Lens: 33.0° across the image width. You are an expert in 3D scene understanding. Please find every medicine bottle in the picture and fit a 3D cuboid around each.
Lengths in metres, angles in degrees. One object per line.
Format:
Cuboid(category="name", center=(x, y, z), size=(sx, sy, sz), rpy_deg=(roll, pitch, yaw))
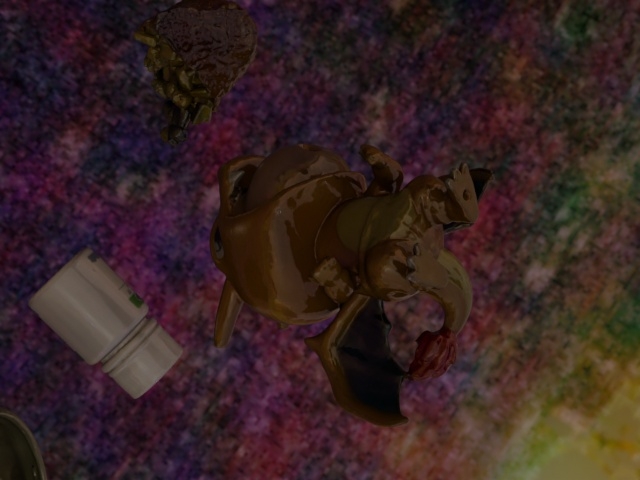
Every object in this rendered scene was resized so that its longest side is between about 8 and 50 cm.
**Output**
Cuboid(category="medicine bottle", center=(-0.344, 0.136, 1.755), size=(0.139, 0.237, 0.139), rpy_deg=(-44, -172, 8))

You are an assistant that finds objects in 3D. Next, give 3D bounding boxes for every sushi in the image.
Cuboid(category="sushi", center=(-0.181, -0.246, 1.504), size=(0.179, 0.167, 0.296), rpy_deg=(-39, -165, -13))

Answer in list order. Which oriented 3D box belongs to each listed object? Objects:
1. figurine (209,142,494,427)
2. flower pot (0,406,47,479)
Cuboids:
Cuboid(category="figurine", center=(0.024, 0.035, 1.467), size=(0.268, 0.387, 0.400), rpy_deg=(36, 63, -45))
Cuboid(category="flower pot", center=(-0.564, 0.393, 1.576), size=(0.307, 0.244, 0.307), rpy_deg=(-8, 90, -77))
